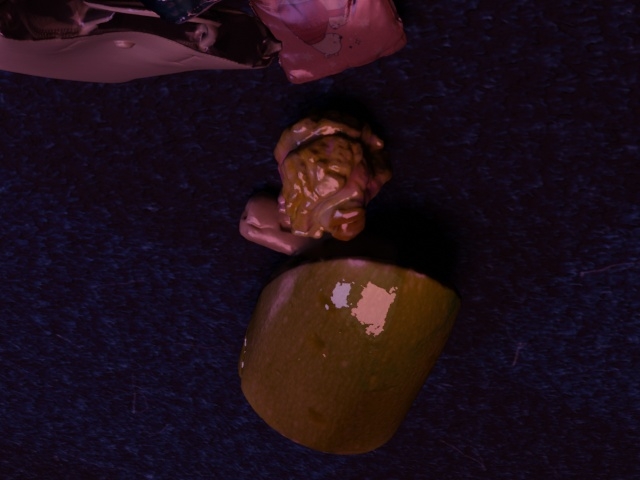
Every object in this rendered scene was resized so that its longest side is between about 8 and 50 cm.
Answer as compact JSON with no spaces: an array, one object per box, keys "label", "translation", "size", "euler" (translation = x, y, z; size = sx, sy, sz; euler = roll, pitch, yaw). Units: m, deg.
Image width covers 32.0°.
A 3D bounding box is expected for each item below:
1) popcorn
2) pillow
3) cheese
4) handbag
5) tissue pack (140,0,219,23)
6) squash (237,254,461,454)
[{"label":"popcorn","translation":[0.008,-0.069,1.178],"size":[0.126,0.126,0.145],"euler":[21,122,4]},{"label":"pillow","translation":[-0.021,-0.259,1.013],"size":[0.135,0.049,0.248],"euler":[-13,131,25]},{"label":"cheese","translation":[0.000,0.000,1.307],"size":[0.194,0.065,0.043],"euler":[20,-178,-12]},{"label":"handbag","translation":[-0.176,-0.172,0.944],"size":[0.241,0.315,0.109],"euler":[0,105,-31]},{"label":"tissue pack","translation":[-0.129,-0.390,0.696],"size":[0.253,0.264,0.416],"euler":[-25,129,23]},{"label":"squash","translation":[0.040,0.091,1.341],"size":[0.233,0.210,0.309],"euler":[14,129,-6]}]
